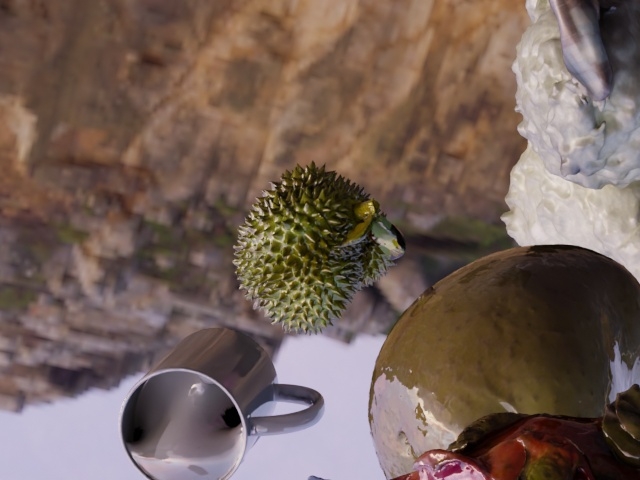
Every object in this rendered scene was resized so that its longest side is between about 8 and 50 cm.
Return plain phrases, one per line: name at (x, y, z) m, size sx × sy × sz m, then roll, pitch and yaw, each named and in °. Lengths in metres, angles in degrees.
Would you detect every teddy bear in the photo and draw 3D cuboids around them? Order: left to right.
teddy bear at (0.315, -0.100, 1.395) m, size 0.375 × 0.362 × 0.327 m, roll 8°, pitch -127°, yaw -8°

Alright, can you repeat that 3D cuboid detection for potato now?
potato at (0.114, 0.077, 0.917) m, size 0.157 × 0.157 × 0.194 m, roll 33°, pitch -124°, yaw 28°

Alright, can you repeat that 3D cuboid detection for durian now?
durian at (-0.013, 0.006, 1.554) m, size 0.146 × 0.159 × 0.198 m, roll 45°, pitch -179°, yaw 5°

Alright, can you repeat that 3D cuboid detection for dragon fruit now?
dragon fruit at (0.100, 0.110, 0.689) m, size 0.102 × 0.096 × 0.147 m, roll -16°, pitch -140°, yaw -37°

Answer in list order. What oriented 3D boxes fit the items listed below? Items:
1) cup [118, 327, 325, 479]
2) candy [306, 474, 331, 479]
cup at (-0.075, 0.137, 1.259) m, size 0.136 × 0.099 × 0.133 m, roll 27°, pitch -167°, yaw 4°
candy at (0.017, 0.214, 1.120) m, size 0.088 × 0.136 × 0.038 m, roll 11°, pitch -146°, yaw -10°
